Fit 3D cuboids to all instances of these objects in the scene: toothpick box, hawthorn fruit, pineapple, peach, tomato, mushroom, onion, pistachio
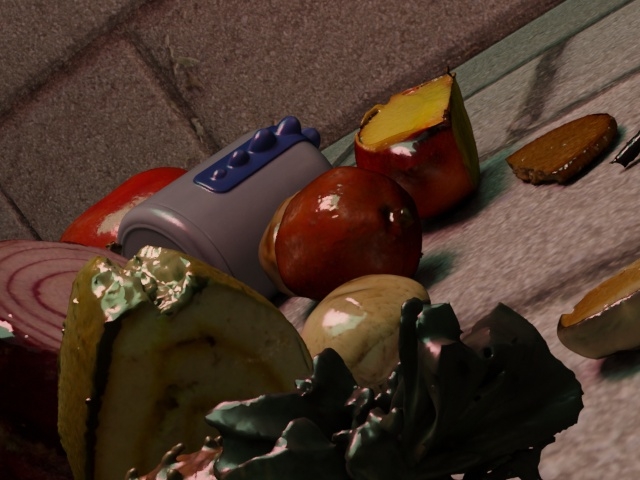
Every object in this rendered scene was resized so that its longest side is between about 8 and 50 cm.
[{"bbox_3d":[-0.111,-0.039,1.555,0.354,0.263,0.263,-40,11,-37],"label":"toothpick box"},{"bbox_3d":[0.037,-0.007,1.143,0.169,0.169,0.188,-40,1,-32],"label":"hawthorn fruit"},{"bbox_3d":[-0.003,0.147,0.541,0.310,0.170,0.141,-40,12,24],"label":"pineapple"},{"bbox_3d":[0.132,-0.102,1.349,0.158,0.154,0.267,-22,22,17],"label":"peach"},{"bbox_3d":[-0.293,0.035,1.753,0.325,0.293,0.289,-35,22,-34],"label":"tomato"},{"bbox_3d":[0.039,0.094,0.809,0.112,0.148,0.148,16,35,23],"label":"mushroom"},{"bbox_3d":[-0.262,0.162,1.018,0.336,0.281,0.260,35,108,41],"label":"onion"},{"bbox_3d":[0.000,0.000,1.326,0.144,0.144,0.215,-29,3,29],"label":"pistachio"}]

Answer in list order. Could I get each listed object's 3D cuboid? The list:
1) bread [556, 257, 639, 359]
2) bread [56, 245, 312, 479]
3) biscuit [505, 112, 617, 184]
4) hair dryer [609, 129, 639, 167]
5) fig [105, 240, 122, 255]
[{"bbox_3d":[0.250,0.020,0.645,0.214,0.053,0.073,-33,5,23],"label":"bread"},{"bbox_3d":[-0.090,0.125,0.722,0.185,0.257,0.124,-16,12,-19],"label":"bread"},{"bbox_3d":[0.295,-0.110,1.212,0.126,0.025,0.206,-35,11,1],"label":"biscuit"},{"bbox_3d":[0.433,-0.172,0.965,0.359,0.120,0.304,-42,21,18],"label":"hair dryer"},{"bbox_3d":[-0.202,0.121,1.246,0.143,0.231,0.160,7,-20,-29],"label":"fig"}]
